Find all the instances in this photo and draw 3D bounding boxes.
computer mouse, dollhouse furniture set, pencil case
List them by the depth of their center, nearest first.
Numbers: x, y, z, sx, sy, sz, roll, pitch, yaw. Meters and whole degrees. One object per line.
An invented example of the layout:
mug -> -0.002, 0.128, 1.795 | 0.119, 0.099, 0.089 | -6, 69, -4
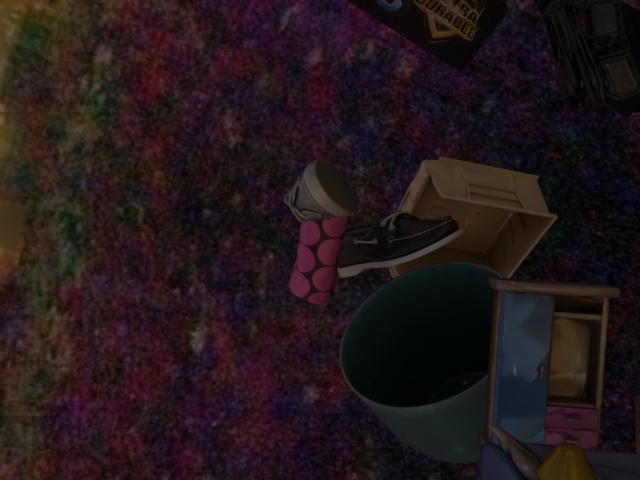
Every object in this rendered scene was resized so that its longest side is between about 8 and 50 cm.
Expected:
computer mouse -> 0.244, -0.189, 0.561 | 0.060, 0.262, 0.184 | -22, 81, 49
dollhouse furniture set -> 0.301, 0.154, 0.609 | 0.303, 0.286, 0.198 | -48, -38, -87
pencil case -> 0.000, 0.000, 1.084 | 0.098, 0.095, 0.209 | -54, -18, -57

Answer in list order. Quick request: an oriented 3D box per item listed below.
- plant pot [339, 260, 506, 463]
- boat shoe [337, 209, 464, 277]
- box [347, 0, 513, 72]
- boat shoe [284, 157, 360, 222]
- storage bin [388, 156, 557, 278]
plant pot -> 0.213, 0.218, 1.048 | 0.293, 0.235, 0.293 | -22, 33, 15
boat shoe -> 0.116, -0.004, 1.125 | 0.302, 0.114, 0.091 | -20, 92, 49
box -> -0.024, -0.284, 0.532 | 0.073, 0.295, 0.293 | -54, 34, 25
boat shoe -> -0.001, -0.054, 0.846 | 0.081, 0.227, 0.079 | -30, 89, 11
storage bin -> 0.295, -0.025, 1.341 | 0.262, 0.260, 0.123 | 112, 162, -47
